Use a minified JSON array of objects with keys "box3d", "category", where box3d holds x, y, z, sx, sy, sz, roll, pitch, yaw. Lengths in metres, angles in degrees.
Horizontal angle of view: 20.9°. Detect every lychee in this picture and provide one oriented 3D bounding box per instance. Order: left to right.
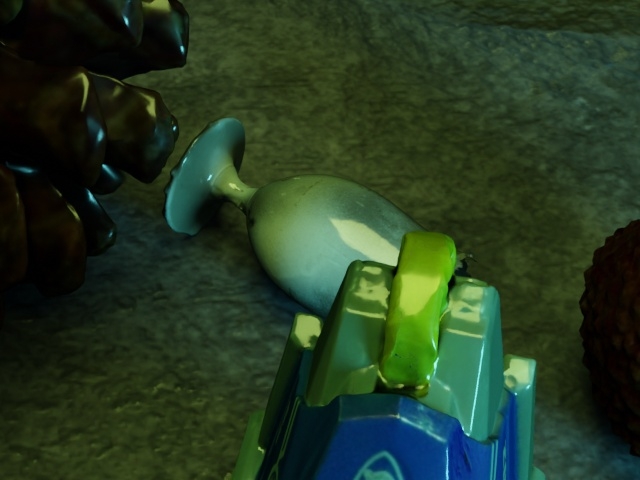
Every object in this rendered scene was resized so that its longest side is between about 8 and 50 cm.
[{"box3d":[0.260,0.073,1.149,0.188,0.188,0.188,3,47,-3],"category":"lychee"}]

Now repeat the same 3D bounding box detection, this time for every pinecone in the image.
[{"box3d":[-0.266,-0.113,1.135,0.397,0.398,0.398,3,47,-3],"category":"pinecone"}]

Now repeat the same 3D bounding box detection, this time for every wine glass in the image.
[{"box3d":[0.000,0.000,1.237,0.222,0.103,0.103,30,51,21],"category":"wine glass"}]

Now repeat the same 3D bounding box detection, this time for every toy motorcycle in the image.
[{"box3d":[0.029,0.158,0.936,0.191,0.326,0.200,11,49,5],"category":"toy motorcycle"}]
